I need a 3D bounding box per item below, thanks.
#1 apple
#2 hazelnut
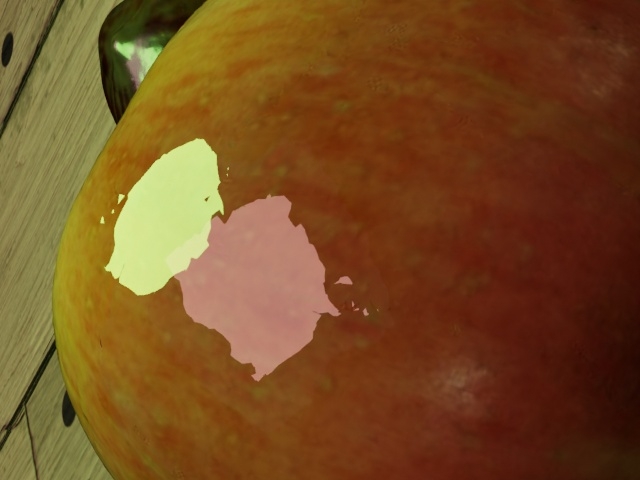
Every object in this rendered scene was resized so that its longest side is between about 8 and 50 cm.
[{"bbox_3d":[0.052,0.016,0.890,0.364,0.364,0.364,-25,62,58],"label":"apple"},{"bbox_3d":[-0.100,-0.148,1.609,0.229,0.229,0.229,-25,62,58],"label":"hazelnut"}]
